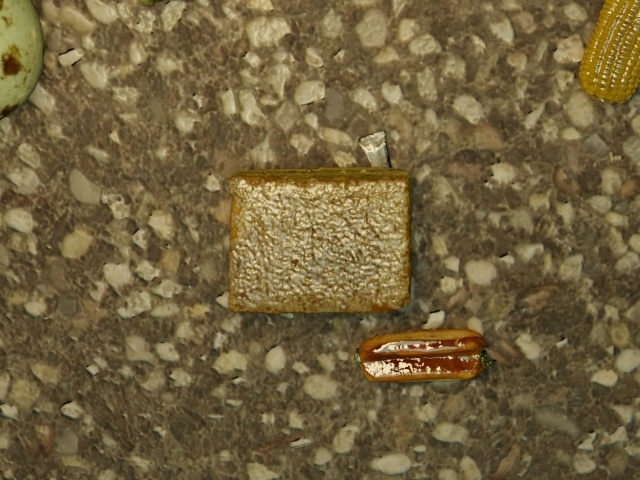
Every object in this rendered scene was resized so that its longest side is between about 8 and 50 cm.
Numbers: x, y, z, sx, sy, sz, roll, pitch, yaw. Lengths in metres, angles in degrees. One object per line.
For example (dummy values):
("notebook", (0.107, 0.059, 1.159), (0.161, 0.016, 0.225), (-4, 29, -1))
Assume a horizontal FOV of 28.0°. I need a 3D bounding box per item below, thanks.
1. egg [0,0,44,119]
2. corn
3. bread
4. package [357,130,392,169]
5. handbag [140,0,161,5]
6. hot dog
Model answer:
("egg", (-0.420, -0.253, 1.530), (0.169, 0.169, 0.231), (-15, 90, 5))
("corn", (0.380, -0.278, 1.562), (0.080, 0.080, 0.231), (17, 107, -5))
("bread", (0.000, 0.000, 1.627), (0.234, 0.110, 0.184), (1, 104, 5))
("package", (0.079, -0.085, 1.654), (0.037, 0.015, 0.110), (-15, 106, 5))
("handbag", (-0.147, -0.428, 1.448), (0.241, 0.222, 0.263), (-29, 106, 14))
("hot dog", (0.138, 0.151, 1.705), (0.188, 0.055, 0.072), (-2, 110, 1))
